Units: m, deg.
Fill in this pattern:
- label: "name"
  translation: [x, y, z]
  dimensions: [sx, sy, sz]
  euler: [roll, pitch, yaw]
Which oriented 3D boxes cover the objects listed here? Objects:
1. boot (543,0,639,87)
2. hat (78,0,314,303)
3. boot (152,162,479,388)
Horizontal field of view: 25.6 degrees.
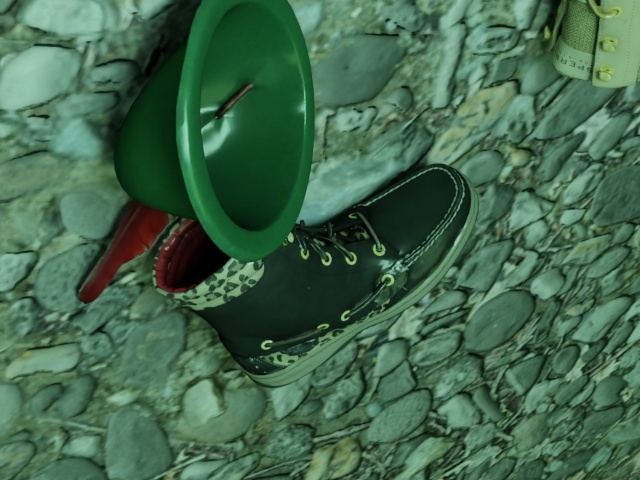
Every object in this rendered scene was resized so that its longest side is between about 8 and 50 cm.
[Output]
- label: "boot"
  translation: [0.188, -0.193, 0.998]
  dimensions: [0.262, 0.095, 0.203]
  euler: [-22, 144, -29]
- label: "hat"
  translation: [-0.120, -0.066, 0.924]
  dimensions: [0.173, 0.184, 0.208]
  euler: [17, 76, -62]
- label: "boot"
  translation: [0.000, 0.002, 1.062]
  dimensions: [0.236, 0.085, 0.178]
  euler: [-40, 144, 4]
